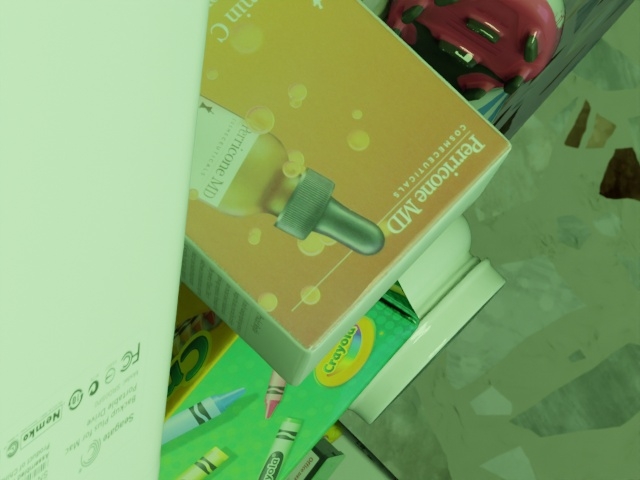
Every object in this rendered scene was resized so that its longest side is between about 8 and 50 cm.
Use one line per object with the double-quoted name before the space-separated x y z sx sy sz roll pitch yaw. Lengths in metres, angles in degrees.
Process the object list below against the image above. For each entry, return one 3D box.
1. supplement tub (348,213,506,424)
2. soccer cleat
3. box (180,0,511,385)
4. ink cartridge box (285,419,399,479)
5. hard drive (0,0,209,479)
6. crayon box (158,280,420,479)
"supplement tub" 0.000 0.000 1.173 0.144 0.199 0.144 -46 174 -7
"soccer cleat" 0.111 -0.163 1.414 0.143 0.116 0.331 -61 -179 -19
"box" -0.025 -0.045 0.845 0.130 0.170 0.091 -46 174 -13
"ink cartridge box" -0.035 0.215 1.983 0.117 0.278 0.201 -46 174 -1
"hard drive" -0.108 0.010 0.623 0.203 0.040 0.308 -38 143 -52
"crayon box" -0.081 0.082 1.039 0.278 0.081 0.165 -50 -150 16
